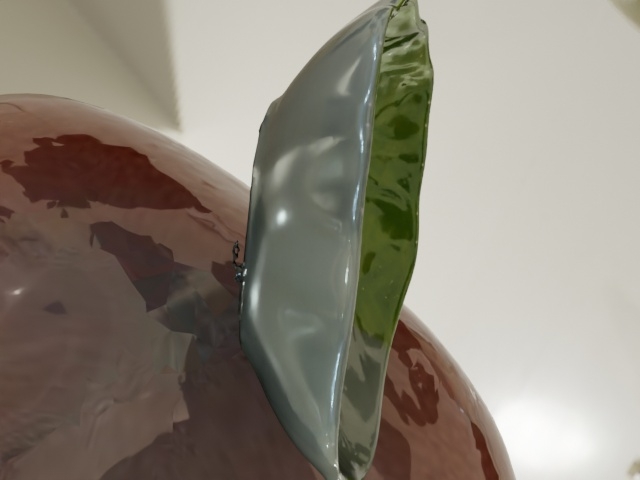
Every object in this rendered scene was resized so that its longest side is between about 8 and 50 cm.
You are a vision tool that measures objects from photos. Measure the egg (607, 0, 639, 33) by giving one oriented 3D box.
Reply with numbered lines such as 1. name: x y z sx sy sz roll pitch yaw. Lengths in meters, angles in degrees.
1. egg: 0.172 -0.143 0.699 0.164 0.164 0.201 19 -158 -8

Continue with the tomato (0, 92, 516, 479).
1. tomato: -0.104 0.116 0.614 0.342 0.272 0.341 4 -122 -6

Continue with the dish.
1. dish: 0.000 0.000 0.484 0.039 0.137 0.091 7 173 12
